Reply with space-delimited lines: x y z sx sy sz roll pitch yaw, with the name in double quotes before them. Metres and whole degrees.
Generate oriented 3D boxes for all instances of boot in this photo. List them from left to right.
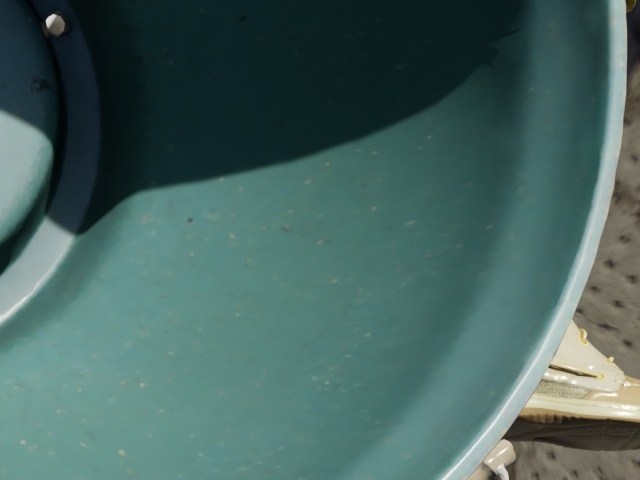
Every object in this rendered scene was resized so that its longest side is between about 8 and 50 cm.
"boot" 0.208 0.071 1.310 0.261 0.095 0.204 5 65 -1

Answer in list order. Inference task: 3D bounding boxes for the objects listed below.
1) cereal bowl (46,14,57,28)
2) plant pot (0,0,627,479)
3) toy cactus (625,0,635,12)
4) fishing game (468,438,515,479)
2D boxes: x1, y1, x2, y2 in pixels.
"cereal bowl" -0.285 -0.187 0.713 0.141 0.339 0.339 -34 84 28
"plant pot" -0.097 -0.051 0.389 0.293 0.196 0.293 5 81 -30
"toy cactus" 0.198 -0.206 1.388 0.219 0.180 0.112 -33 121 4
"fishing game" 0.084 0.154 0.349 0.189 0.041 0.264 -35 45 -22
